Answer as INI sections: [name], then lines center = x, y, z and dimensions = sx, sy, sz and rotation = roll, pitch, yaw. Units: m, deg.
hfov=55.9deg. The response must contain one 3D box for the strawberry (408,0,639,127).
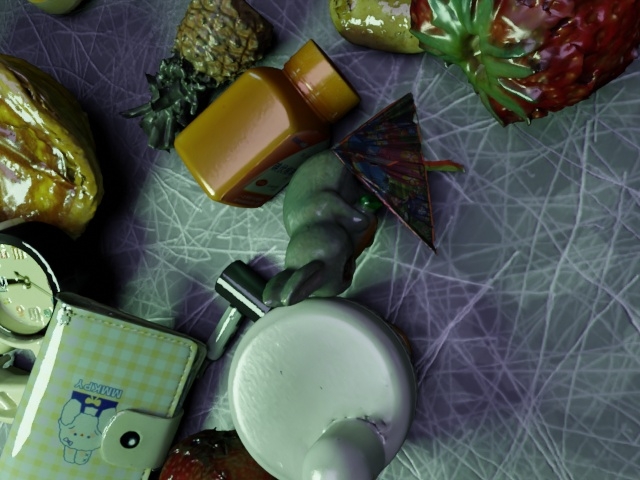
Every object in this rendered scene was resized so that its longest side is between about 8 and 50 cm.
[strawberry]
center = 0.250, -0.286, 0.647
dimensions = 0.288, 0.238, 0.250
rotation = -43, 112, -8

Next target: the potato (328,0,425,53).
[potato]
center = 0.089, -0.301, 0.785
dimensions = 0.170, 0.080, 0.107
rotation = 20, 107, 17

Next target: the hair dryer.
[hair dryer]
center = -0.131, 0.133, 0.870
dimensions = 0.100, 0.057, 0.198
rotation = 39, 109, 16

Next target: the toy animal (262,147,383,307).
[toy animal]
center = 0.000, 0.002, 0.732
dimensions = 0.125, 0.251, 0.127
rotation = 27, 140, -8

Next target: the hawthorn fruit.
[hawthorn fruit]
center = -0.118, 0.367, 0.796
dimensions = 0.181, 0.181, 0.235
rotation = -11, 96, 18

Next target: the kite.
[kite]
center = 0.100, -0.089, 0.750
dimensions = 0.183, 0.014, 0.241
rotation = 1, 63, -20

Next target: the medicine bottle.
[medicine bottle]
center = -0.061, -0.150, 0.793
dimensions = 0.222, 0.149, 0.112
rotation = -39, 78, 14

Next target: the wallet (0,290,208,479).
[wallet]
center = -0.310, 0.247, 0.840
dimensions = 0.223, 0.077, 0.310
rotation = 22, 99, -14

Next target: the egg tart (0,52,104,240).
[egg tart]
center = -0.461, -0.143, 0.916
dimensions = 0.351, 0.153, 0.340
rotation = 1, 121, 31

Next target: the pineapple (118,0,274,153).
[pineapple]
center = -0.178, -0.239, 0.856
dimensions = 0.248, 0.128, 0.128
rotation = -47, 75, 17

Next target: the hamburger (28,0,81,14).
[hamburger]
center = -0.419, -0.434, 0.962
dimensions = 0.126, 0.081, 0.141
rotation = 30, 110, 19

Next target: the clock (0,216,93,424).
[clock]
center = -0.450, 0.151, 0.910
dimensions = 0.276, 0.120, 0.379
rotation = 1, 105, 17

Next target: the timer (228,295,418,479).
[timer]
center = -0.002, 0.185, 0.716
dimensions = 0.233, 0.240, 0.234
rotation = 0, 90, 18
